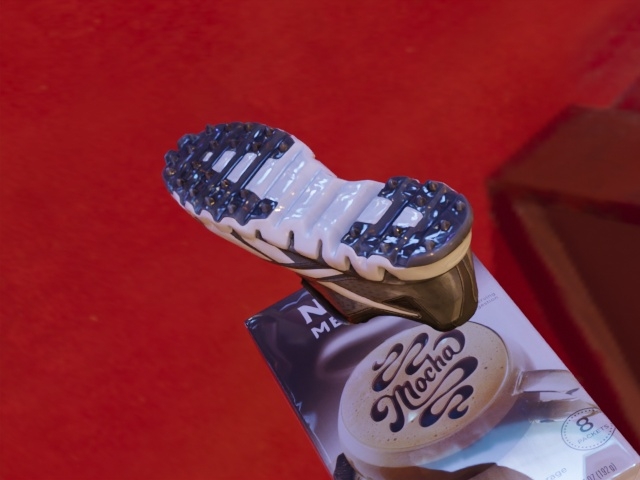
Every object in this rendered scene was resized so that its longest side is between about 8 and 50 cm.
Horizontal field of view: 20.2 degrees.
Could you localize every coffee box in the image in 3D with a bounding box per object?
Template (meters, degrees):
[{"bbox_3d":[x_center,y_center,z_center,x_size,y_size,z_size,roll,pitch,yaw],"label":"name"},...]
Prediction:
[{"bbox_3d":[0.086,0.132,1.198,0.168,0.297,0.119,-31,129,-4],"label":"coffee box"}]

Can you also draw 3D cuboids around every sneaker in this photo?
[{"bbox_3d":[0.000,0.000,1.068,0.078,0.234,0.106,-50,138,-25],"label":"sneaker"}]
